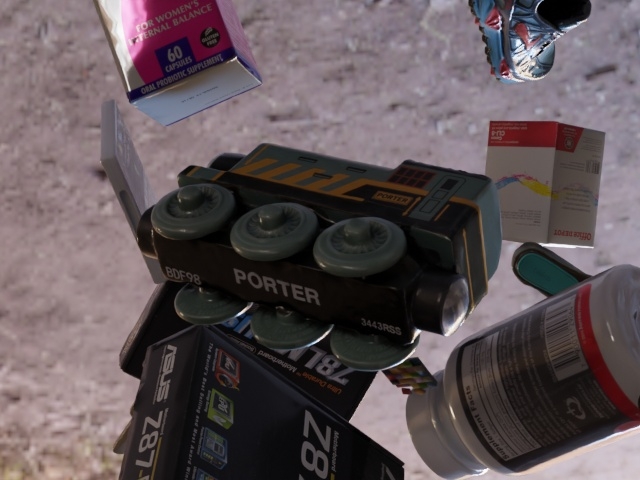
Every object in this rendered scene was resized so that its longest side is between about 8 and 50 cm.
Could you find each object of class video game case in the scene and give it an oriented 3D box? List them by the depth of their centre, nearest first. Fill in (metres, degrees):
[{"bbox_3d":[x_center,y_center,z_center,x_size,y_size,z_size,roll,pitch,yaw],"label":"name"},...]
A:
[{"bbox_3d":[-0.227,-0.062,1.580,0.022,0.190,0.173,-19,117,1],"label":"video game case"}]

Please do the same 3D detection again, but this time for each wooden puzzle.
[{"bbox_3d":[0.093,0.143,1.388,0.049,0.006,0.083,-10,137,31],"label":"wooden puzzle"}]

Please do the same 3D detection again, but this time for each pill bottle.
[{"bbox_3d":[0.253,0.165,1.478,0.176,0.176,0.318,22,141,-38],"label":"pill bottle"}]

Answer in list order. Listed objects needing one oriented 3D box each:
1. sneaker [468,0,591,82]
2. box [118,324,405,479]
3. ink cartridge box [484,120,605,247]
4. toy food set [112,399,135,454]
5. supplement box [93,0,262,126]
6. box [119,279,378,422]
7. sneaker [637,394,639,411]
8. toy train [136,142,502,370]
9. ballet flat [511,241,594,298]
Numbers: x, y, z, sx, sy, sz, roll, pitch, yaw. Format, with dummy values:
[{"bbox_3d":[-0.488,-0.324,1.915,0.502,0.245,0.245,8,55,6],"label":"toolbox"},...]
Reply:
[{"bbox_3d":[0.257,-0.255,1.534,0.125,0.104,0.262,10,166,23],"label":"sneaker"},{"bbox_3d":[-0.059,0.319,1.232,0.097,0.395,0.318,-27,128,32],"label":"box"},{"bbox_3d":[0.324,-0.080,1.904,0.127,0.176,0.128,6,180,44],"label":"ink cartridge box"},{"bbox_3d":[-0.133,0.240,1.469,0.192,0.038,0.132,14,136,-18],"label":"toy food set"},{"bbox_3d":[-0.153,-0.238,1.244,0.111,0.220,0.114,-23,169,8],"label":"supplement box"},{"bbox_3d":[-0.055,0.091,1.621,0.295,0.293,0.073,29,-175,-14],"label":"box"},{"bbox_3d":[0.369,0.088,1.074,0.118,0.083,0.222,-26,166,-50],"label":"sneaker"},{"bbox_3d":[0.000,0.000,1.155,0.334,0.190,0.142,13,129,33],"label":"toy train"},{"bbox_3d":[0.358,0.070,1.794,0.213,0.068,0.072,35,107,0],"label":"ballet flat"}]
